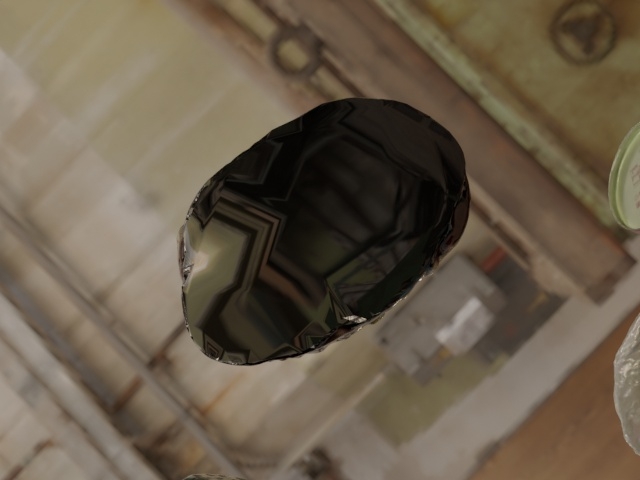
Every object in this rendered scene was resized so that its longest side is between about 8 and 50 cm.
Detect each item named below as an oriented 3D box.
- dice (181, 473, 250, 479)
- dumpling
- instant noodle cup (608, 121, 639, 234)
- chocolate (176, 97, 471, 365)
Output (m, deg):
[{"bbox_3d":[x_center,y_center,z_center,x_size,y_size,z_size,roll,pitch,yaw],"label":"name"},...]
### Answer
[{"bbox_3d":[-0.090,0.386,1.798,0.182,0.181,0.183,13,177,33],"label":"dice"},{"bbox_3d":[0.477,0.162,1.922,0.163,0.204,0.293,-84,-28,-56],"label":"dumpling"},{"bbox_3d":[0.556,-0.081,2.224,0.178,0.234,0.235,14,-167,-24],"label":"instant noodle cup"},{"bbox_3d":[0.000,0.000,1.600,0.225,0.340,0.210,51,176,9],"label":"chocolate"}]
